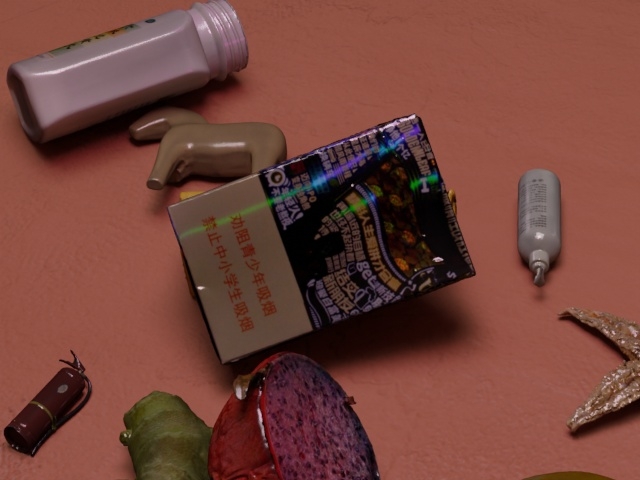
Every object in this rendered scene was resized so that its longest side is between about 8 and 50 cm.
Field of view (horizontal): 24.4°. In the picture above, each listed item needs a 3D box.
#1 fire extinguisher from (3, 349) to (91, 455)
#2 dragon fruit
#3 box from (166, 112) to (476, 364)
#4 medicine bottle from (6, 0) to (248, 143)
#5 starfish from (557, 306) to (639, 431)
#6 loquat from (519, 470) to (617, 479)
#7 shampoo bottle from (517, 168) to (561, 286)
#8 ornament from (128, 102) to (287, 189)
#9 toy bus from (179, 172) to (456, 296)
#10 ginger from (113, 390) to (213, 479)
[{"bbox_3d":[-0.302,0.182,1.675,0.056,0.039,0.132,41,50,0],"label":"fire extinguisher"},{"bbox_3d":[-0.052,0.235,1.502,0.148,0.218,0.223,-24,-11,26],"label":"dragon fruit"},{"bbox_3d":[0.000,0.000,1.692,0.310,0.084,0.198,-20,85,3],"label":"box"},{"bbox_3d":[-0.267,-0.242,2.082,0.324,0.124,0.179,-20,8,-19],"label":"medicine bottle"},{"bbox_3d":[0.373,0.149,1.644,0.295,0.048,0.231,22,47,29],"label":"starfish"},{"bbox_3d":[0.244,0.295,1.418,0.195,0.152,0.152,2,40,-4],"label":"loquat"},{"bbox_3d":[0.270,-0.009,1.833,0.056,0.056,0.195,2,42,8],"label":"shampoo bottle"},{"bbox_3d":[-0.159,-0.122,1.999,0.230,0.061,0.245,1,32,8],"label":"ornament"},{"bbox_3d":[-0.002,-0.002,1.802,0.335,0.121,0.123,0,50,5],"label":"toy bus"},{"bbox_3d":[-0.183,0.268,1.528,0.137,0.089,0.290,4,42,22],"label":"ginger"}]
